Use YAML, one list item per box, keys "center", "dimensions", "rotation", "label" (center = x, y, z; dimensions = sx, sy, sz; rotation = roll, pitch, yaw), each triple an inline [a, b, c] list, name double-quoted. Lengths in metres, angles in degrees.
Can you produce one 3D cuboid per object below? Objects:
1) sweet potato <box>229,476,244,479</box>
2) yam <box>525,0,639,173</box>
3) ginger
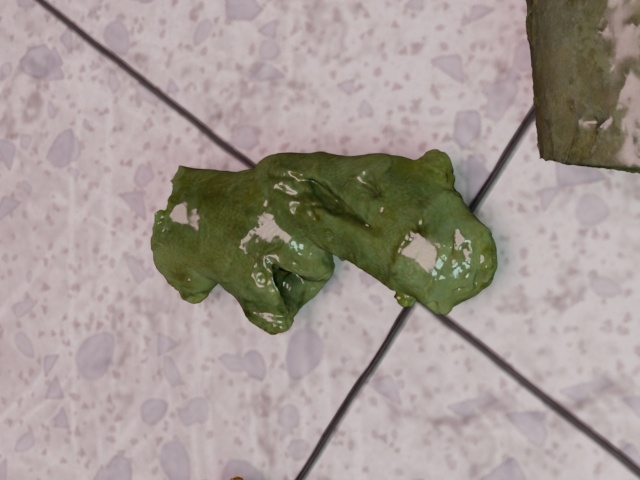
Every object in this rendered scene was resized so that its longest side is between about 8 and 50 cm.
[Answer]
- center: [-0.059, 0.310, 1.136]
  dimensions: [0.077, 0.077, 0.244]
  rotation: [2, 88, 29]
  label: "sweet potato"
- center: [0.211, -0.165, 0.954]
  dimensions: [0.161, 0.161, 0.268]
  rotation: [-8, 86, 29]
  label: "yam"
- center: [-0.004, -0.001, 1.111]
  dimensions: [0.289, 0.089, 0.137]
  rotation: [-7, 67, 24]
  label: "ginger"
